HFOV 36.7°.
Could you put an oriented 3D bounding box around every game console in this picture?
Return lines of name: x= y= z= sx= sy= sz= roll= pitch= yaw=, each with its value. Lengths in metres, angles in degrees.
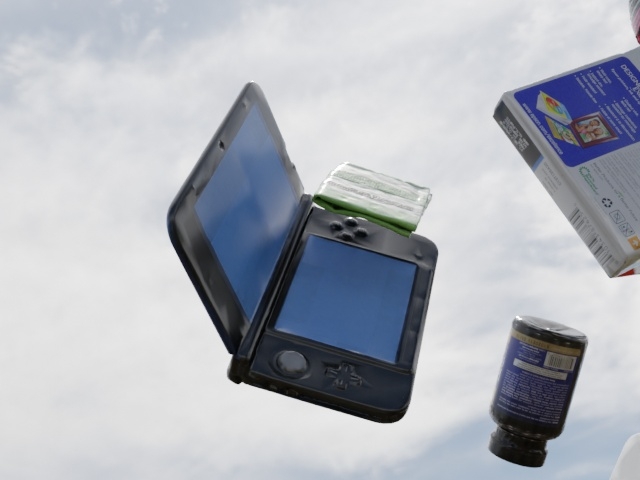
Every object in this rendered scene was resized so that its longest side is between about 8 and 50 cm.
game console: x=0.000 y=0.000 z=0.964 sx=0.250 sy=0.293 sz=0.173 roll=15 pitch=-53 yaw=4

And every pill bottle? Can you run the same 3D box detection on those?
pill bottle: x=0.337 y=0.238 z=1.526 sx=0.122 sy=0.122 sz=0.219 roll=10 pitch=-82 yaw=-31

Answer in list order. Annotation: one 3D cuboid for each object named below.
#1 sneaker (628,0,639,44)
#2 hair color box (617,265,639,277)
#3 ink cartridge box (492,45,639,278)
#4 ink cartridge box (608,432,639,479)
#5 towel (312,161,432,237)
sneaker: x=0.466 y=-0.286 z=1.087 sx=0.120 sy=0.112 sz=0.299 roll=-3 pitch=7 yaw=-19
hair color box: x=0.594 y=0.018 z=1.801 sx=0.167 sy=0.093 sz=0.053 roll=-2 pitch=-7 yaw=-45
ink cartridge box: x=0.457 y=-0.129 z=1.416 sx=0.307 sy=0.304 sz=0.072 roll=-20 pitch=-25 yaw=-26
ink cartridge box: x=0.221 y=0.213 z=0.615 sx=0.067 sy=0.198 sz=0.115 roll=32 pitch=-28 yaw=-4
towel: x=0.056 y=-0.043 z=1.021 sx=0.113 sy=0.152 sz=0.023 roll=18 pitch=-70 yaw=7
